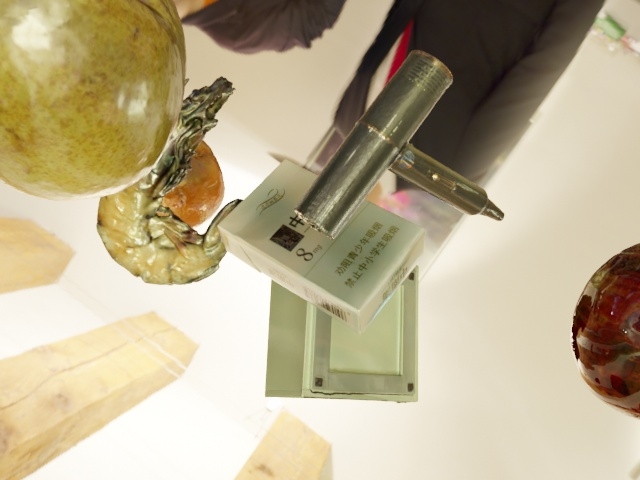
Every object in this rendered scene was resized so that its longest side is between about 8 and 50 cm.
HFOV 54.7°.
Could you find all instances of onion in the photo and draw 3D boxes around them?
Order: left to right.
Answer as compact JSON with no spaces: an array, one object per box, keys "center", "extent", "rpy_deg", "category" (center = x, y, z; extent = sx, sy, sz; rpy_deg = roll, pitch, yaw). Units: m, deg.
[{"center":[0.212,0.059,0.393],"extent":[0.118,0.118,0.117],"rpy_deg":[-103,1,-79],"category":"onion"}]

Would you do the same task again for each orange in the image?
[{"center":[-0.300,-0.129,1.275],"extent":[0.223,0.170,0.224],"rpy_deg":[14,-124,-22],"category":"orange"}]

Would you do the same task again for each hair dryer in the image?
[{"center":[0.092,-0.041,0.566],"extent":[0.194,0.173,0.050],"rpy_deg":[39,180,-32],"category":"hair dryer"}]

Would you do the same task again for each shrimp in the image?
[{"center":[-0.211,-0.078,0.976],"extent":[0.233,0.365,0.071],"rpy_deg":[40,-161,-2],"category":"shrimp"}]

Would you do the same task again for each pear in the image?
[{"center":[-0.208,-0.149,0.490],"extent":[0.228,0.211,0.188],"rpy_deg":[43,-138,-18],"category":"pear"}]

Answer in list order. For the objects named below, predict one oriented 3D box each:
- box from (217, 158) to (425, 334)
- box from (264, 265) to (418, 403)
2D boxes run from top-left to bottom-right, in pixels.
[{"center":[0.000,0.000,0.842],"extent":[0.242,0.155,0.067],"rpy_deg":[30,152,27],"category":"box"},{"center":[0.041,0.140,0.982],"extent":[0.224,0.225,0.117],"rpy_deg":[12,163,-35],"category":"box"}]
